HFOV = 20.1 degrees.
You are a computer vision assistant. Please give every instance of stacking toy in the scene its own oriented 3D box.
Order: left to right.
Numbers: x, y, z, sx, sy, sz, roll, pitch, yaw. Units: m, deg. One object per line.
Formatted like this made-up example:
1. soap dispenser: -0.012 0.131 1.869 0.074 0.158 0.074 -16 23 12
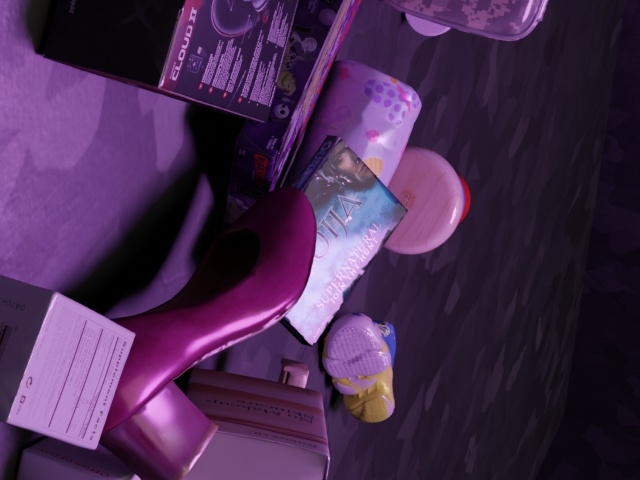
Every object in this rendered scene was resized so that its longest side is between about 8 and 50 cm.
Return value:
1. stacking toy: 0.146 -0.060 2.462 0.330 0.141 0.141 -14 119 -77

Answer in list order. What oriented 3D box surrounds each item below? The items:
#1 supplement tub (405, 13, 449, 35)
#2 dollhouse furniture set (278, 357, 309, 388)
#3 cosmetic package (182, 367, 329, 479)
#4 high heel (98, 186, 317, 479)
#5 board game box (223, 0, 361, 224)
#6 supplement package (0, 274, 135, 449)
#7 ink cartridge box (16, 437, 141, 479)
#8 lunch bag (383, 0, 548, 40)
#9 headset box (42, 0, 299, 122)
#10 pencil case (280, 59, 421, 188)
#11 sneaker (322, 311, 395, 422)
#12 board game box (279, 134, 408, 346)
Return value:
1. supplement tub: 0.157 -0.309 2.345 0.107 0.071 0.071 -39 141 -61
2. dollhouse furniture set: -0.090 0.208 2.058 0.161 0.101 0.182 -128 -129 -80
3. cosmetic package: -0.077 0.225 1.802 0.296 0.153 0.129 -111 -146 -82
4. high heel: -0.125 0.036 1.647 0.181 0.127 0.377 48 41 -22
5. board game box: -0.011 -0.196 1.871 0.208 0.056 0.347 117 -4 -69
6. supplement package: -0.233 0.090 1.403 0.179 0.105 0.105 45 62 -72
7. ink cartridge box: -0.213 0.229 1.621 0.143 0.092 0.090 -24 130 -68
8. lunch bag: 0.181 -0.395 2.108 0.256 0.212 0.305 -78 -178 -75
9. headset box: -0.110 -0.227 1.497 0.293 0.110 0.218 5 100 -73
10. pencil case: 0.011 -0.061 1.983 0.113 0.124 0.273 32 78 -34
11. sneaker: 0.055 0.141 2.449 0.240 0.091 0.126 82 11 -53
12. board game box: 0.000 0.000 1.889 0.126 0.026 0.186 46 70 -31
